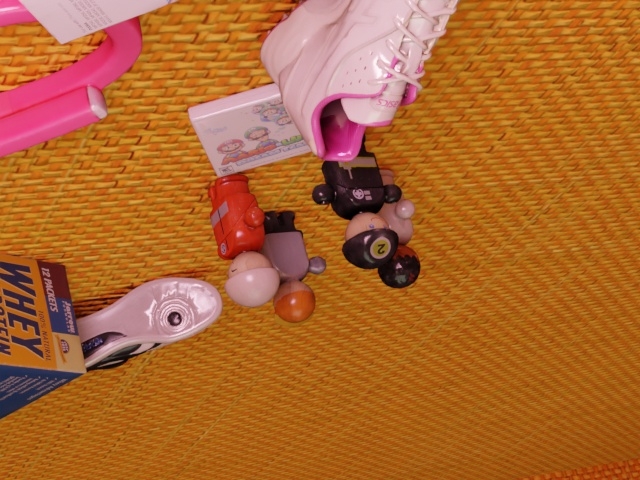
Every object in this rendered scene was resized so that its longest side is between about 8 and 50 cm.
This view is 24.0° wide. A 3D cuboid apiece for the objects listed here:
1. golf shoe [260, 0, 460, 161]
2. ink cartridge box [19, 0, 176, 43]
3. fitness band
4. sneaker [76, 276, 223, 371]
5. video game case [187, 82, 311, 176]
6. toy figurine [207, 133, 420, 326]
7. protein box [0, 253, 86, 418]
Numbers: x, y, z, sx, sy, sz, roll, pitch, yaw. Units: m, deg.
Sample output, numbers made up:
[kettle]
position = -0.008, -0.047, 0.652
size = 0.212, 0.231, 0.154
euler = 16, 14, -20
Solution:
[golf shoe]
position = 0.067, -0.178, 1.245
size = 0.115, 0.140, 0.306
euler = 2, 152, -34
[ink cartridge box]
position = -0.122, -0.225, 1.004
size = 0.175, 0.127, 0.072
euler = -19, 158, 10
[fitness band]
position = -0.286, -0.134, 1.230
size = 0.291, 0.054, 0.209
euler = -19, 159, 8
[sneaker]
position = -0.222, 0.104, 1.868
size = 0.217, 0.079, 0.121
euler = -18, 172, 1
[video game case]
position = -0.042, -0.116, 1.490
size = 0.157, 0.019, 0.143
euler = -15, 159, 2
[toy figurine]
position = 0.000, 0.000, 1.632
size = 0.213, 0.148, 0.209
euler = -20, 159, 11
[protein box]
position = -0.407, 0.113, 1.654
size = 0.200, 0.136, 0.201
euler = -29, 155, 31
